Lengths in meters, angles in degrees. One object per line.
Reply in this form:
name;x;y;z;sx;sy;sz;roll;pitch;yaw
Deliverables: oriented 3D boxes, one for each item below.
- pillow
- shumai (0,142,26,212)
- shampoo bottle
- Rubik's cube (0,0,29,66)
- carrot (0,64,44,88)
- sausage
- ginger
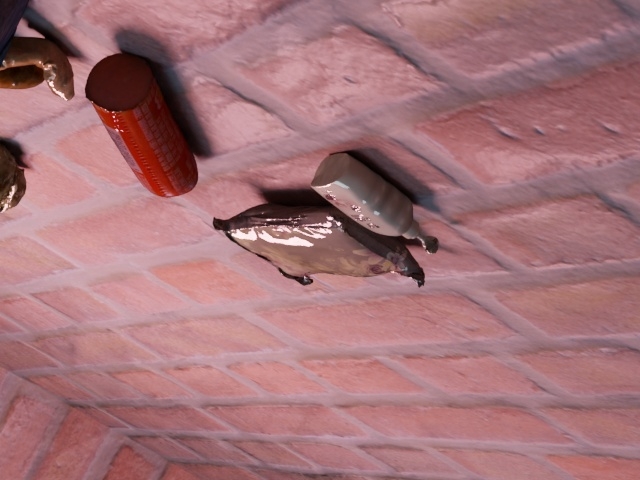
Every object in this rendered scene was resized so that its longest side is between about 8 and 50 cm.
pillow;0.000;0.000;1.925;0.169;0.059;0.255;37;158;-32
shumai;-0.439;-0.081;2.276;0.087;0.099;0.124;19;173;-43
shampoo bottle;0.064;-0.034;1.758;0.152;0.045;0.077;34;161;-26
Rubik's cube;-0.473;-0.181;1.534;0.313;0.318;0.316;30;144;-8
carrot;-0.420;-0.199;1.841;0.298;0.078;0.078;8;172;-28
sausage;-0.188;-0.112;1.844;0.074;0.074;0.274;20;161;17
ginger;-0.390;-0.228;1.791;0.288;0.089;0.075;21;138;-16
